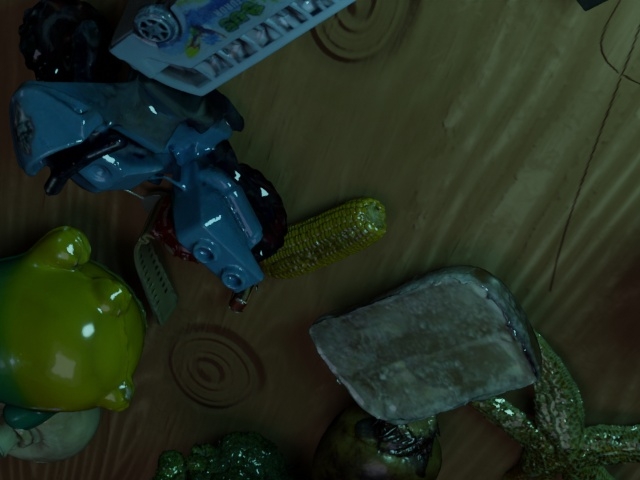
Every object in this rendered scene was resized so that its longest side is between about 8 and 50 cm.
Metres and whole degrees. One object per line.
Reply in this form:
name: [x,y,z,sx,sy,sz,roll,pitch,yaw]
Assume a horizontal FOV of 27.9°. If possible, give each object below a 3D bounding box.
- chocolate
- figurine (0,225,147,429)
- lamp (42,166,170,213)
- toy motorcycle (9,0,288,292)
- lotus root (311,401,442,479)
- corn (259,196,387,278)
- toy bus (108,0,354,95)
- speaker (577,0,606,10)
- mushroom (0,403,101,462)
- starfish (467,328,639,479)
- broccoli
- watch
chocolate: [0.139,0.125,1.652,0.303,0.100,0.185,-24,110,39]
figurine: [-0.407,0.127,1.822,0.340,0.231,0.323,6,108,28]
lamp: [-0.275,-0.086,1.691,0.198,0.056,0.050,23,140,-15]
toy motorcycle: [-0.207,-0.091,1.488,0.172,0.232,0.416,-25,120,37]
lotus root: [0.076,0.324,1.865,0.169,0.141,0.314,32,141,-2]
corn: [0.000,0.000,1.610,0.207,0.068,0.068,-21,122,39]
toy bus: [-0.079,-0.263,1.342,0.136,0.109,0.330,35,141,-29]
speaker: [0.313,-0.275,1.171,0.191,0.046,0.040,-24,122,40]
mushroom: [-0.478,0.261,2.035,0.246,0.202,0.246,18,134,20]
starfish: [0.314,0.271,1.749,0.358,0.078,0.347,21,143,4]
broccoli: [-0.143,0.446,2.036,0.283,0.304,0.321,6,117,56]
watch: [-0.163,0.042,1.732,0.165,0.102,0.268,12,146,13]
